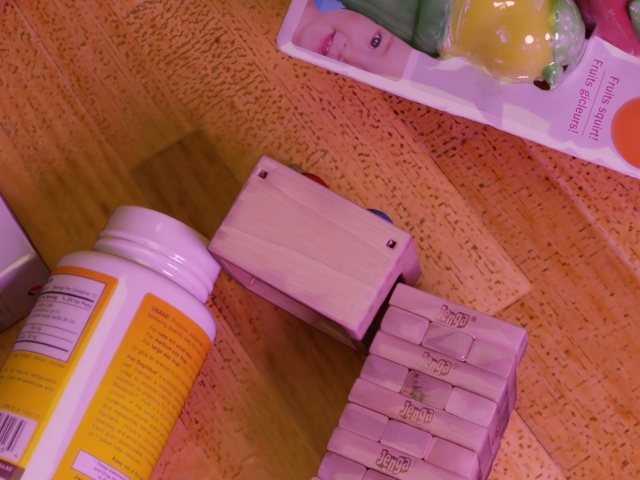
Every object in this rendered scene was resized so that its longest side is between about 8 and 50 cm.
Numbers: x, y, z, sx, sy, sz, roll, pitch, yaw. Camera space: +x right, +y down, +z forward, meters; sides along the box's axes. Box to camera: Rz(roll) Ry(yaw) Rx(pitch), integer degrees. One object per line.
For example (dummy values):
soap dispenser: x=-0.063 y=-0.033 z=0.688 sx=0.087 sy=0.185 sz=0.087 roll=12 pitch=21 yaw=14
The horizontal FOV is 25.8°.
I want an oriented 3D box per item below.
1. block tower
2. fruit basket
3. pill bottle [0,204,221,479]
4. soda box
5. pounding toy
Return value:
block tower: x=0.027 y=0.200 z=0.845 sx=0.091 sy=0.097 sz=0.335 roll=20 pitch=71 yaw=16
fruit basket: x=0.186 y=-0.214 z=0.982 sx=0.353 sy=0.165 sz=0.327 roll=19 pitch=69 yaw=12
pill bottle: x=-0.144 y=0.088 z=0.907 sx=0.117 sy=0.117 sz=0.215 roll=19 pitch=69 yaw=16
soda box: x=-0.275 y=-0.035 z=1.011 sx=0.074 sy=0.069 sz=0.216 roll=-33 pitch=66 yaw=-9
pounding toy: x=0.000 y=0.000 z=0.931 sx=0.130 sy=0.141 sz=0.100 roll=29 pitch=82 yaw=14
